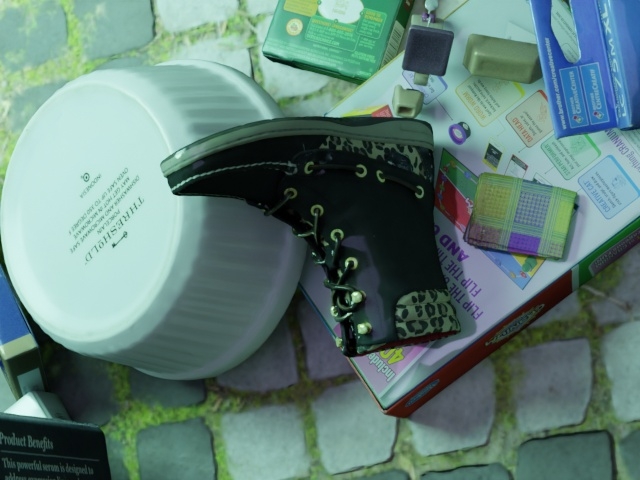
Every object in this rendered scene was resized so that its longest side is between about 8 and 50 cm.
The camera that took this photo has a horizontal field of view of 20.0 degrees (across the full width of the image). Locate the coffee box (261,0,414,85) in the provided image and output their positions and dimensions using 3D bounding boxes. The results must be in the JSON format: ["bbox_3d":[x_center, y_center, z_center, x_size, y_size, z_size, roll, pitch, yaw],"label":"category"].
[{"bbox_3d":[0.031,-0.230,1.567,0.113,0.040,0.184,16,86,21],"label":"coffee box"}]

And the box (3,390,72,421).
[{"bbox_3d":[-0.303,0.316,1.577,0.322,0.058,0.232,-39,71,11],"label":"box"}]

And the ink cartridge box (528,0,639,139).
[{"bbox_3d":[0.317,-0.192,1.386,0.311,0.065,0.185,-10,91,2],"label":"ink cartridge box"}]

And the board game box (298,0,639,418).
[{"bbox_3d":[0.118,-0.043,1.490,0.316,0.064,0.242,-37,71,10],"label":"board game box"}]

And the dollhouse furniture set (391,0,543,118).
[{"bbox_3d":[0.122,-0.148,1.468,0.114,0.091,0.081,9,40,-1],"label":"dollhouse furniture set"}]

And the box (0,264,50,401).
[{"bbox_3d":[-0.298,0.024,1.587,0.036,0.136,0.225,-22,71,-12],"label":"box"}]

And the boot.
[{"bbox_3d":[0.002,0.000,1.385,0.085,0.236,0.178,-25,73,56],"label":"boot"}]

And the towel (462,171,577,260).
[{"bbox_3d":[0.157,-0.019,1.431,0.083,0.009,0.060,11,83,20],"label":"towel"}]

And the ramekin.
[{"bbox_3d":[-0.148,-0.021,1.501,0.273,0.127,0.272,-4,84,40],"label":"ramekin"}]

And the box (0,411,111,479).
[{"bbox_3d":[-0.316,0.357,1.433,0.294,0.212,0.395,-14,76,17],"label":"box"}]
